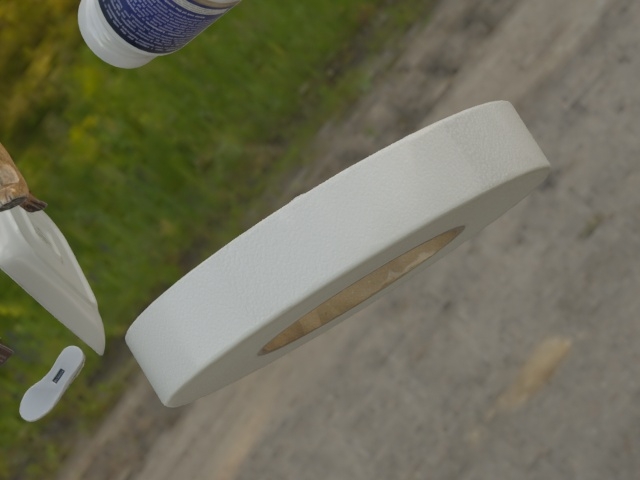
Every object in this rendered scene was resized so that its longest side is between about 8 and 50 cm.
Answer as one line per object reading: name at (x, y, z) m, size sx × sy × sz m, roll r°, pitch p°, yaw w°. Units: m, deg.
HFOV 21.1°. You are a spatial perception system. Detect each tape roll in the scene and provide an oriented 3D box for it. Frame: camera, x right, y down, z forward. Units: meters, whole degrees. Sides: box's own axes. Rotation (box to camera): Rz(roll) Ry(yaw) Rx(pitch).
tape roll at (0.017, 0.014, 1.458) m, size 0.392 × 0.072 × 0.392 m, roll -31°, pitch -8°, yaw -5°

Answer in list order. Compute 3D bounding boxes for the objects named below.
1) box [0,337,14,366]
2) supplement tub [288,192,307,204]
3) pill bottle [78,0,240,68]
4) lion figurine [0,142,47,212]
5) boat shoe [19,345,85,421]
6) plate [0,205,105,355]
box at (-0.573, 0.155, 2.389) m, size 0.203 × 0.168 × 0.167 m, roll -45°, pitch -16°, yaw -3°
supplement tub at (0.000, 0.000, 1.902) m, size 0.071 × 0.071 × 0.107 m, roll -48°, pitch 29°, yaw 13°
pill bottle at (-0.198, -0.327, 2.201) m, size 0.265 × 0.153 × 0.153 m, roll -30°, pitch 29°, yaw 50°
lion figurine at (-0.436, -0.084, 1.447) m, size 0.392 × 0.240 × 0.142 m, roll -14°, pitch -19°, yaw -43°
boat shoe at (-0.299, 0.163, 1.930) m, size 0.100 × 0.035 × 0.035 m, roll -55°, pitch -13°, yaw -9°
plate at (-0.411, 0.003, 2.441) m, size 0.045 × 0.277 × 0.278 m, roll -37°, pitch 48°, yaw 4°
